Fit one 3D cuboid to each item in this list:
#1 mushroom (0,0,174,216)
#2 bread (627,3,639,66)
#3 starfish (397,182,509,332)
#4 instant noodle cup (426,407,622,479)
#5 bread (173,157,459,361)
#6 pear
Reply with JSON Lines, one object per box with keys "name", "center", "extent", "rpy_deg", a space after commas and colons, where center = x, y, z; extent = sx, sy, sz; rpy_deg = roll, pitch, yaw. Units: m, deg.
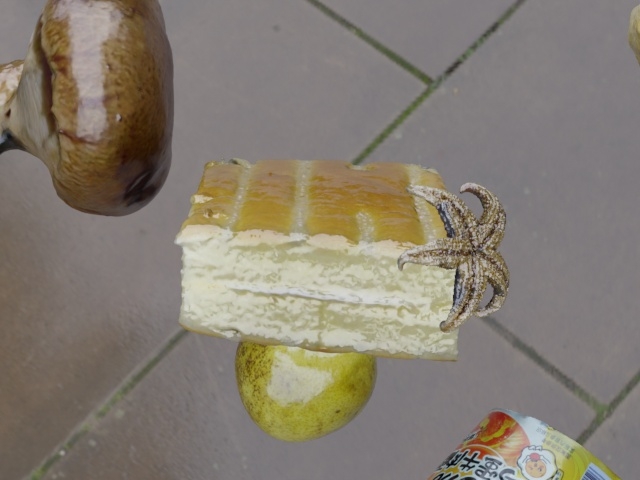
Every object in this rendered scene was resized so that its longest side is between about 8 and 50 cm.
{"name": "mushroom", "center": [-0.233, -0.150, 1.009], "extent": [0.267, 0.255, 0.267], "rpy_deg": [-24, 60, 51]}
{"name": "bread", "center": [0.545, -0.276, 1.430], "extent": [0.245, 0.244, 0.134], "rpy_deg": [-2, 92, 13]}
{"name": "starfish", "center": [0.079, 0.003, 0.589], "extent": [0.078, 0.028, 0.091], "rpy_deg": [-40, 103, -27]}
{"name": "instant noodle cup", "center": [0.218, 0.326, 1.169], "extent": [0.264, 0.264, 0.200], "rpy_deg": [31, 71, 26]}
{"name": "bread", "center": [0.000, 0.000, 0.921], "extent": [0.239, 0.111, 0.246], "rpy_deg": [6, 21, 0]}
{"name": "pear", "center": [-0.021, 0.177, 1.397], "extent": [0.197, 0.197, 0.197], "rpy_deg": [-6, 62, 11]}
